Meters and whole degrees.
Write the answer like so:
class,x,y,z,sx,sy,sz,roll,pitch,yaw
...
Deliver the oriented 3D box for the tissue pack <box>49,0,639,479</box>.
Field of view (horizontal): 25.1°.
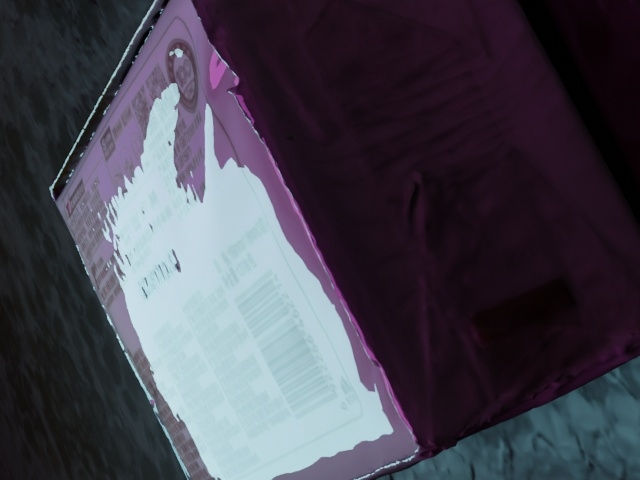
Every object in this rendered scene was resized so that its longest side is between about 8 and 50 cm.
class,x,y,z,sx,sy,sz,roll,pitch,yaw
tissue pack,0.000,0.000,0.551,0.185,0.124,0.225,65,154,8
